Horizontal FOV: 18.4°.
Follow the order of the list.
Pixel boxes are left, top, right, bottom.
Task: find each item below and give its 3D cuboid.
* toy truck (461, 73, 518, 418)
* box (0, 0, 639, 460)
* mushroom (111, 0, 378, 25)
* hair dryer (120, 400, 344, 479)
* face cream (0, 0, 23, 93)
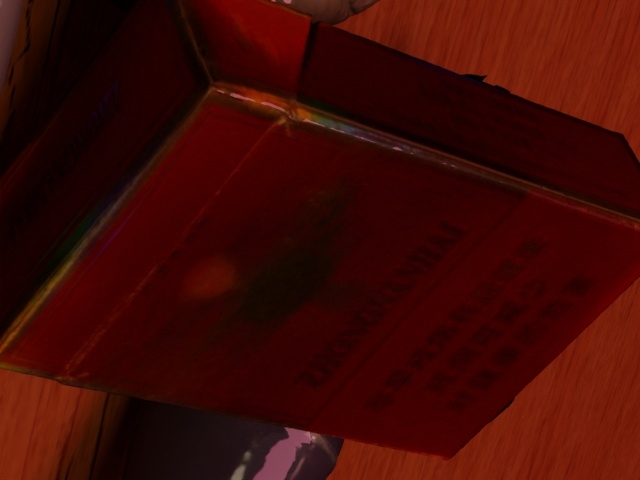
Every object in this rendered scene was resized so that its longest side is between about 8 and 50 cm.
[{"bbox_3d":[0.081,0.011,1.288,0.088,0.121,0.259,-41,144,-35],"label":"toy truck"},{"bbox_3d":[0.001,0.000,0.993,0.313,0.089,0.197,16,129,-40],"label":"box"},{"bbox_3d":[-0.044,-0.163,0.926,0.151,0.156,0.285,-42,158,-3],"label":"mushroom"},{"bbox_3d":[-0.052,0.203,1.236,0.361,0.121,0.301,74,39,-63],"label":"hair dryer"},{"bbox_3d":[-0.177,-0.030,0.841,0.314,0.089,0.143,-64,-169,2],"label":"face cream"}]
